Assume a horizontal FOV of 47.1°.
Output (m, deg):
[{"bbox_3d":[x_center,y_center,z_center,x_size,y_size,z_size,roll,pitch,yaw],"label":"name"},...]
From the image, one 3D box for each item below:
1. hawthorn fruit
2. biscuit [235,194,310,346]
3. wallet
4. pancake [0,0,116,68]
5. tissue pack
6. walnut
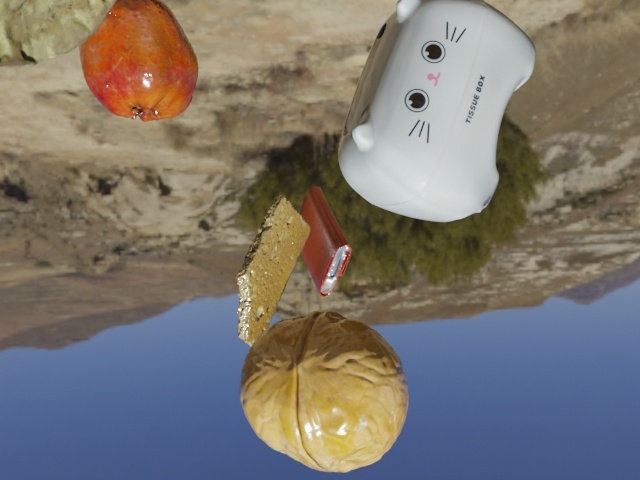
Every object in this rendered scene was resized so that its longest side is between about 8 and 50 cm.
[{"bbox_3d":[-0.347,-0.367,1.361,0.211,0.298,0.211,-15,-172,2],"label":"hawthorn fruit"},{"bbox_3d":[-0.091,0.052,1.214,0.026,0.236,0.131,16,163,30],"label":"biscuit"},{"bbox_3d":[0.000,0.000,1.543,0.045,0.142,0.204,3,-142,-25],"label":"wallet"},{"bbox_3d":[-0.287,-0.284,0.731,0.050,0.241,0.242,32,-168,16],"label":"pancake"},{"bbox_3d":[0.162,-0.209,1.139,0.236,0.332,0.229,22,171,-19],"label":"tissue pack"},{"bbox_3d":[0.008,0.155,0.756,0.165,0.165,0.197,-1,161,26],"label":"walnut"}]
